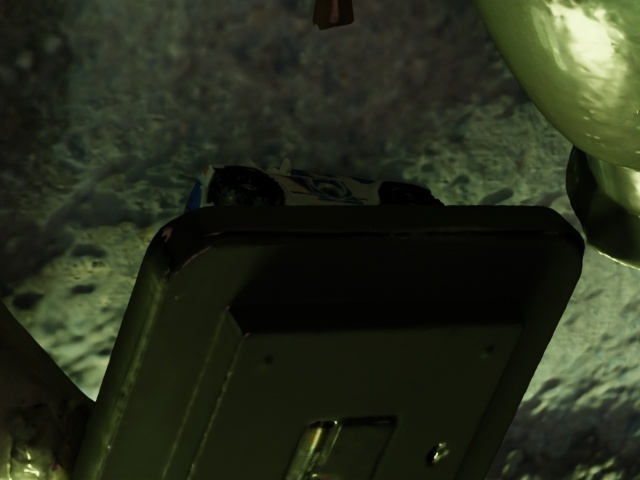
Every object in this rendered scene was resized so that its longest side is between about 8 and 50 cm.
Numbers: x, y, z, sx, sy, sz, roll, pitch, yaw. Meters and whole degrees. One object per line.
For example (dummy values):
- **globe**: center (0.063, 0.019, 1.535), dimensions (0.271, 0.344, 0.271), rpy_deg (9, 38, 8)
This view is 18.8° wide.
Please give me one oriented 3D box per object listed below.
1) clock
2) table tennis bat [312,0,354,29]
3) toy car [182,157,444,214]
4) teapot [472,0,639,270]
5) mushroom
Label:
- **clock**: center (0.000, 0.105, 1.062), dimensions (0.273, 0.049, 0.279), rpy_deg (-1, 126, -34)
- **table tennis bat**: center (0.025, -0.170, 0.961), dimensions (0.107, 0.119, 0.170), rpy_deg (-9, 119, -17)
- **toy car**: center (0.000, 0.000, 1.076), dimensions (0.170, 0.070, 0.080), rpy_deg (5, 116, -27)
- **teapot**: center (0.210, -0.133, 1.045), dimensions (0.223, 0.305, 0.285), rpy_deg (3, 136, 24)
- **mushroom**: center (-0.143, 0.103, 1.069), dimensions (0.278, 0.099, 0.096), rpy_deg (28, 63, -34)
